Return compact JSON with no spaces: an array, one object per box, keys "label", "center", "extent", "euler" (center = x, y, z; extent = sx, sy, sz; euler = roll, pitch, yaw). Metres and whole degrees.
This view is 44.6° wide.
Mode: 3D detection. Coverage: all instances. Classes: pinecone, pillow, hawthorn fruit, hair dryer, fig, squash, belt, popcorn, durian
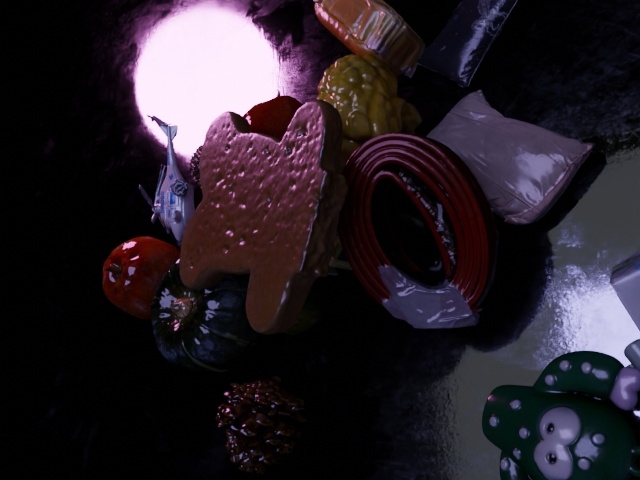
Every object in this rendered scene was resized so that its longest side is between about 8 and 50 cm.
[{"label":"pinecone","center":[-0.106,0.322,1.362],"extent":[0.173,0.173,0.174],"euler":[-16,64,35]},{"label":"pillow","center":[0.286,-0.139,1.265],"extent":[0.270,0.067,0.173],"euler":[39,100,39]},{"label":"hawthorn fruit","center":[-0.385,0.076,1.655],"extent":[0.179,0.200,0.179],"euler":[-10,73,37]},{"label":"hair dryer","center":[0.411,0.193,1.059],"extent":[0.124,0.037,0.063],"euler":[-47,50,24]},{"label":"pillow","center":[0.271,-0.380,1.380],"extent":[0.208,0.055,0.141],"euler":[-56,42,8]},{"label":"fig","center":[-0.057,0.088,1.449],"extent":[0.117,0.117,0.178],"euler":[-36,43,24]},{"label":"squash","center":[-0.218,0.137,1.513],"extent":[0.252,0.165,0.252],"euler":[-14,65,34]},{"label":"belt","center":[0.154,-0.010,1.222],"extent":[0.227,0.115,0.324],"euler":[-23,86,22]},{"label":"popcorn","center":[0.085,-0.216,1.378],"extent":[0.226,0.203,0.200],"euler":[-107,31,-59]},{"label":"hawthorn fruit","center":[-0.088,-0.191,1.533],"extent":[0.189,0.189,0.251],"euler":[-27,45,30]},{"label":"durian","center":[-0.252,-0.160,1.725],"extent":[0.110,0.071,0.140],"euler":[-33,60,26]}]

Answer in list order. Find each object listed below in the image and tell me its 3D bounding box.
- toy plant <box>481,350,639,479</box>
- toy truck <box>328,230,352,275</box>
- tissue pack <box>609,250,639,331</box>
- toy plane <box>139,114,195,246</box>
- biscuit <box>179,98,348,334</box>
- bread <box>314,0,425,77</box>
[{"label":"toy plant","center":[0.330,0.269,1.042],"extent":[0.243,0.112,0.233],"euler":[-24,61,41]},{"label":"toy truck","center":[0.000,0.000,1.441],"extent":[0.191,0.085,0.116],"euler":[25,99,46]},{"label":"tissue pack","center":[0.509,0.044,0.981],"extent":[0.229,0.145,0.159],"euler":[-36,86,25]},{"label":"toy plane","center":[-0.318,-0.134,1.717],"extent":[0.107,0.182,0.273],"euler":[-6,64,17]},{"label":"biscuit","center":[-0.098,-0.040,1.295],"extent":[0.394,0.076,0.369],"euler":[6,84,52]},{"label":"bread","center":[0.088,-0.411,1.490],"extent":[0.107,0.136,0.241],"euler":[-49,51,14]}]
